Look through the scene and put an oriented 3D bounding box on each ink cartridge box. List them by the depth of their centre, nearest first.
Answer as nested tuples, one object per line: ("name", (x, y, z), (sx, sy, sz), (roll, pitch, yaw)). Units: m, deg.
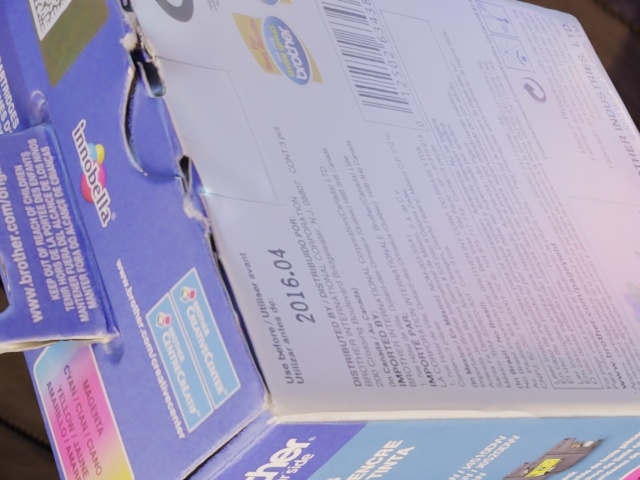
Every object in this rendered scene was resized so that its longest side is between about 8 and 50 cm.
("ink cartridge box", (0.000, 0.000, 0.712), (0.396, 0.151, 0.270), (7, 51, -42))
